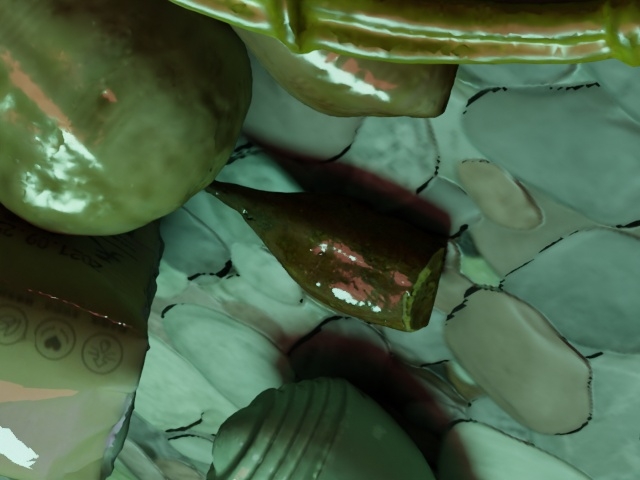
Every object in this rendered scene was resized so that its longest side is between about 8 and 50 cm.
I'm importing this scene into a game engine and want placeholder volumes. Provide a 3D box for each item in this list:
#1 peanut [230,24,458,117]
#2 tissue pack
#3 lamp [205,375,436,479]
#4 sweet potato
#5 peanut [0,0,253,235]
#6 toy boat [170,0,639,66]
[{"bbox_3d":[-0.007,-0.102,0.622,0.152,0.076,0.076,46,142,-11],"label":"peanut"},{"bbox_3d":[-0.195,0.000,0.735,0.257,0.215,0.123,15,106,-7],"label":"tissue pack"},{"bbox_3d":[0.032,0.140,0.858,0.193,0.106,0.106,30,145,-13],"label":"lamp"},{"bbox_3d":[0.000,0.000,0.753,0.117,0.049,0.049,26,143,2],"label":"sweet potato"},{"bbox_3d":[-0.137,-0.107,0.666,0.253,0.122,0.137,40,-176,-6],"label":"peanut"},{"bbox_3d":[0.007,-0.126,0.535,0.318,0.099,0.141,12,101,2],"label":"toy boat"}]
